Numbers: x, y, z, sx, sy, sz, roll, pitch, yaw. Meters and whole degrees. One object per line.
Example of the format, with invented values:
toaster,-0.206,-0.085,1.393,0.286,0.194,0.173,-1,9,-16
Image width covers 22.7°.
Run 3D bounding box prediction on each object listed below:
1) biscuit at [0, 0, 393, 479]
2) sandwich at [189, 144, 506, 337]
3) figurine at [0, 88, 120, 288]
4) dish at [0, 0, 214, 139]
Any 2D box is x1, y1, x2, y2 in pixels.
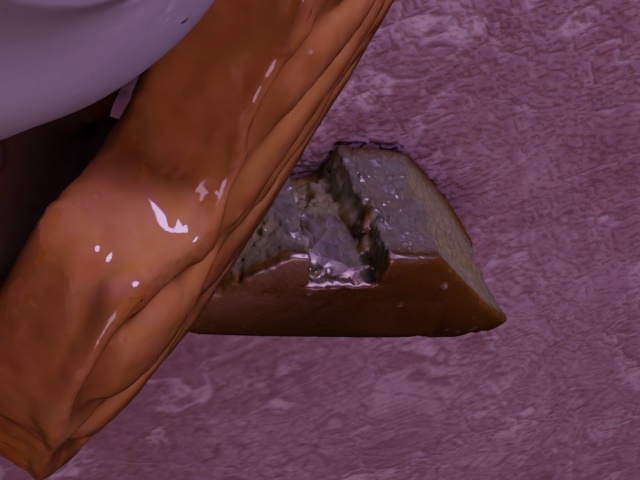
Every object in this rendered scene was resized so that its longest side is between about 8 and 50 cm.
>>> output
biscuit,-0.031,-0.047,0.619,0.312,0.057,0.351,-59,-179,-4
sandwich,0.000,0.000,0.896,0.244,0.090,0.088,0,146,-21
figurine,-0.157,-0.096,0.596,0.320,0.196,0.323,-34,157,-52
dish,-0.089,-0.125,0.349,0.256,0.117,0.256,-26,126,-43
